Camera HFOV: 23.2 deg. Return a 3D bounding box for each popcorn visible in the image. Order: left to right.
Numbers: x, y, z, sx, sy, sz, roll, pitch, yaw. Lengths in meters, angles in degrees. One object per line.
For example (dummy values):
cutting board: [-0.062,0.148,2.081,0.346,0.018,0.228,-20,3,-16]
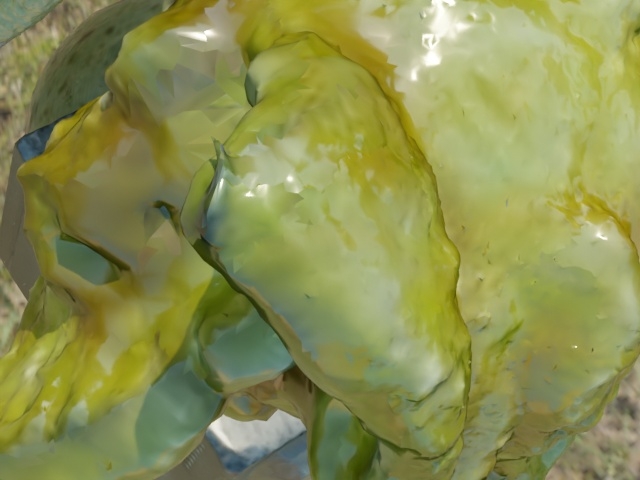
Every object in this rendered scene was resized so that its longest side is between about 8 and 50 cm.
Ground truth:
popcorn: [0.016,-0.007,0.618,0.290,0.325,0.321,16,89,-5]

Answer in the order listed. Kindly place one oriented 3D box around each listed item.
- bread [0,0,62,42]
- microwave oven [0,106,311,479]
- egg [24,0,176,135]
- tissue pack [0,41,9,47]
bread: [-0.235,-0.209,1.073,0.251,0.174,0.133,3,131,2]
microwave oven: [0.000,0.000,1.319,0.432,0.236,0.374,-31,80,-24]
egg: [-0.100,-0.109,1.661,0.428,0.345,0.345,-5,117,6]
tissue pack: [-0.271,-0.336,1.331,0.194,0.266,0.356,26,143,-34]
